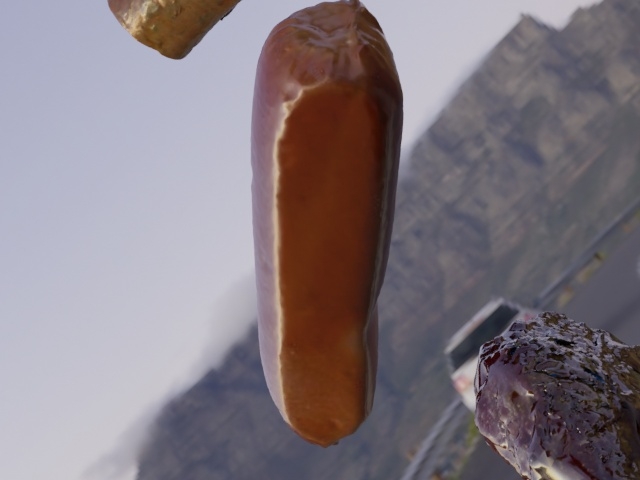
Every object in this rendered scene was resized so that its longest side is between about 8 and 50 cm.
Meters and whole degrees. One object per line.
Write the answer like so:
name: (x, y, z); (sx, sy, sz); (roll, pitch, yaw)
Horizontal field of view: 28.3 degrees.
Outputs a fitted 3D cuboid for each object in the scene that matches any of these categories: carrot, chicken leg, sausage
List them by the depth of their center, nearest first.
chicken leg: (0.119, 0.076, 0.580); (0.063, 0.105, 0.234); (-70, -15, 8)
sausage: (0.000, 0.000, 0.739); (0.083, 0.089, 0.300); (-5, -52, -10)
carrot: (-0.072, -0.296, 1.154); (0.302, 0.138, 0.139); (-40, -6, 23)
